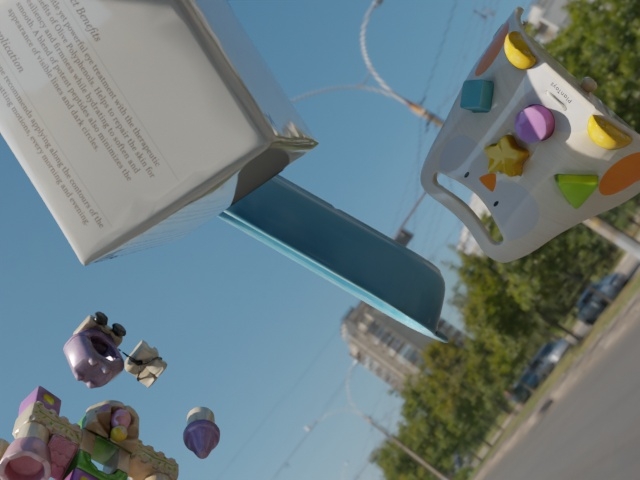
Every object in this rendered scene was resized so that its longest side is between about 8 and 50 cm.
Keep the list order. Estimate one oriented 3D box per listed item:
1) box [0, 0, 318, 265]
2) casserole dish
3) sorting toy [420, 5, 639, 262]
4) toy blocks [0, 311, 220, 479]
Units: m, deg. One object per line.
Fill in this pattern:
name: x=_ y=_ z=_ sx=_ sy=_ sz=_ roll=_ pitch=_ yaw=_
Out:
box: x=-0.069 y=-0.058 z=0.363 sx=0.087 sy=0.101 sz=0.102 roll=-33 pitch=-1 yaw=12
casserole dish: x=0.000 y=0.000 z=0.529 sx=0.037 sy=0.188 sz=0.114 roll=-59 pitch=-2 yaw=-4
sorting toy: x=0.075 y=-0.032 z=0.338 sx=0.045 sy=0.083 sz=0.075 roll=-23 pitch=-24 yaw=-54
toy blocks: x=-0.295 y=0.328 z=1.201 sx=0.309 sy=0.289 sz=0.260 roll=-48 pitch=23 yaw=13
